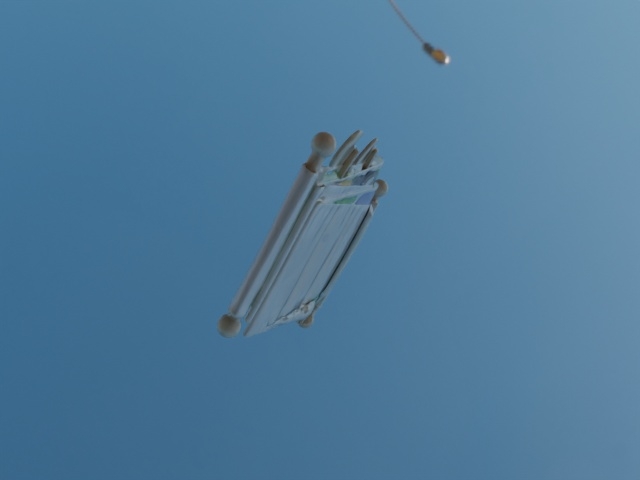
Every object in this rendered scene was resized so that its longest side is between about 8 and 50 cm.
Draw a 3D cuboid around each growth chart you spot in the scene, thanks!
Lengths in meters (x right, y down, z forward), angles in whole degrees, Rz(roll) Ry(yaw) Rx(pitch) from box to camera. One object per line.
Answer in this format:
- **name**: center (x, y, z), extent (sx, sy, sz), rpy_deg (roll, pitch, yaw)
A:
- **growth chart**: center (0.000, 0.000, 0.633), extent (0.021, 0.237, 0.172), rpy_deg (31, -84, 14)
